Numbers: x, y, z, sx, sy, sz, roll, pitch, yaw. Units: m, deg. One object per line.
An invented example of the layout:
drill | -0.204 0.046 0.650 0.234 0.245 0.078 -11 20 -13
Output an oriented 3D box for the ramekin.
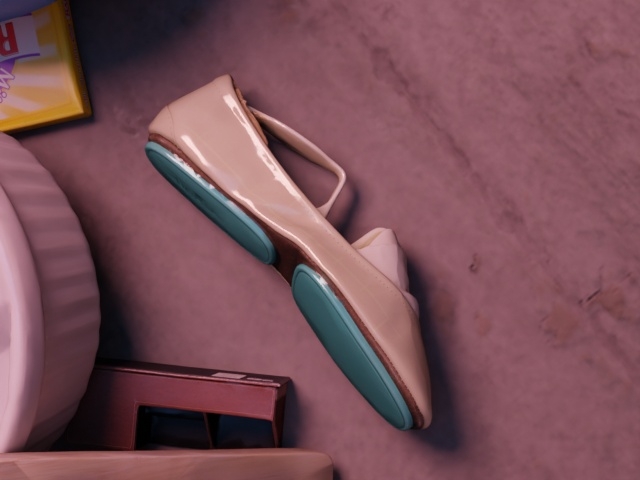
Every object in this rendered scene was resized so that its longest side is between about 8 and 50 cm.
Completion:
ramekin | -0.251 0.042 1.020 0.272 0.127 0.273 2 95 23

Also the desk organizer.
desk organizer | -0.087 0.103 1.067 0.130 0.047 0.050 5 92 7

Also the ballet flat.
ballet flat | 0.000 0.000 1.047 0.086 0.086 0.248 -43 83 4

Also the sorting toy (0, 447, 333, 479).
sorting toy | -0.078 0.247 0.957 0.089 0.257 0.255 4 89 45

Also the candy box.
candy box | -0.253 -0.107 1.102 0.205 0.027 0.105 -13 91 7

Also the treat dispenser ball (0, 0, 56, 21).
treat dispenser ball | -0.215 -0.262 0.971 0.288 0.288 0.288 0 89 7
